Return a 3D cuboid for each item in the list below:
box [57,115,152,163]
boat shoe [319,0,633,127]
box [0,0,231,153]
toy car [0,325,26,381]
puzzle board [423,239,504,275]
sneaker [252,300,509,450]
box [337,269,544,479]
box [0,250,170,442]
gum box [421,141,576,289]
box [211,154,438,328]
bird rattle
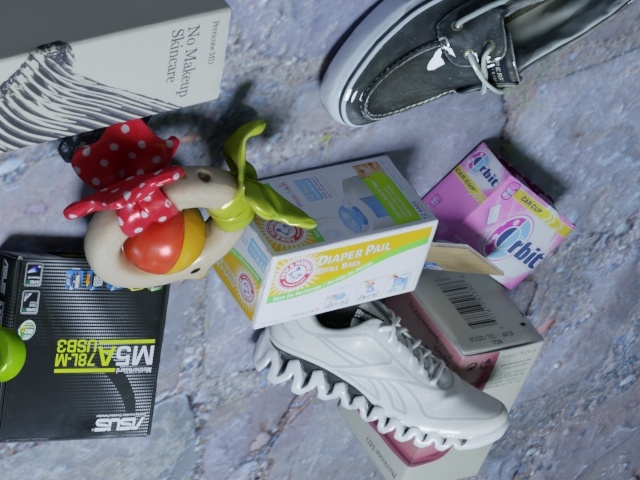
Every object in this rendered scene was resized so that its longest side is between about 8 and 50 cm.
[{"bbox_3d":[-0.196,-0.105,1.814,0.067,0.018,0.083,5,127,-44],"label":"box"},{"bbox_3d":[0.158,-0.203,1.918,0.335,0.119,0.121,-34,145,-5],"label":"boat shoe"},{"bbox_3d":[-0.220,-0.157,1.668,0.275,0.094,0.113,-17,141,-25],"label":"box"},{"bbox_3d":[-0.396,0.096,1.783,0.188,0.149,0.155,-33,157,15],"label":"toy car"},{"bbox_3d":[0.127,0.015,2.161,0.096,0.128,0.011,32,68,-54],"label":"puzzle board"},{"bbox_3d":[0.073,0.137,2.132,0.110,0.292,0.118,-52,163,-67],"label":"sneaker"},{"bbox_3d":[0.136,0.158,2.290,0.127,0.148,0.232,-9,136,-34],"label":"box"},{"bbox_3d":[-0.240,0.104,1.925,0.191,0.045,0.184,3,96,-43],"label":"box"},{"bbox_3d":[0.202,-0.024,2.212,0.107,0.062,0.188,-44,144,10],"label":"gum box"},{"bbox_3d":[0.000,0.000,2.022,0.203,0.114,0.103,-12,138,-29],"label":"box"},{"bbox_3d":[-0.138,-0.019,1.844,0.253,0.143,0.207,-11,148,-42],"label":"bird rattle"}]
